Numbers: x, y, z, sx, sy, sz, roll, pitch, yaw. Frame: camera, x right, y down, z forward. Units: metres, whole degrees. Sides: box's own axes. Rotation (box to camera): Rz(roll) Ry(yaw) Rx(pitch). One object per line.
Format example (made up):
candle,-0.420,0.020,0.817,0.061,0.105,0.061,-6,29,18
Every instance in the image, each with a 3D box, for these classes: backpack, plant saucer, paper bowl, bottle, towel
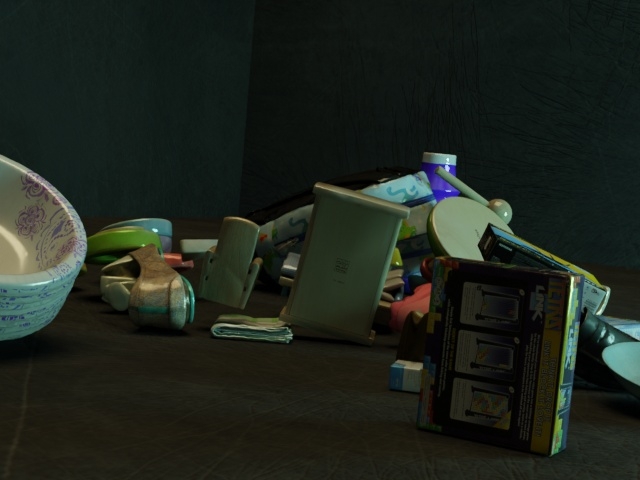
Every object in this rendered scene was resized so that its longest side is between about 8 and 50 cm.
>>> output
backpack,0.061,-0.018,2.142,0.355,0.273,0.290,-34,-14,34
plant saucer,0.417,0.168,1.325,0.195,0.037,0.195,9,14,-2
paper bowl,-0.436,0.014,1.374,0.284,0.148,0.284,25,27,-14
bottle,0.223,-0.032,2.287,0.118,0.283,0.092,7,4,8
towel,-0.096,0.120,1.631,0.113,0.023,0.152,5,4,-2

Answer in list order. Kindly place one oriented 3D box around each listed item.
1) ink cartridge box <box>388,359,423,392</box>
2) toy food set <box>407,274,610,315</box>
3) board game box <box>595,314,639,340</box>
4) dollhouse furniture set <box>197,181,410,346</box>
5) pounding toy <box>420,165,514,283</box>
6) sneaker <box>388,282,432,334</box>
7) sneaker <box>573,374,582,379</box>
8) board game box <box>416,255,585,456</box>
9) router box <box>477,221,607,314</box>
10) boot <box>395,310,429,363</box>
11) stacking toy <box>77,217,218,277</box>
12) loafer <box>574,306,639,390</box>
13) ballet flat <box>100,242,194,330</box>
ink cartridge box,0.124,0.158,1.317,0.083,0.028,0.048,6,4,14
toy food set,0.341,0.087,2.093,0.306,0.092,0.219,2,5,-33
board game box,0.350,0.138,1.641,0.194,0.060,0.194,8,4,33
dollhouse furniture set,0.000,0.000,1.731,0.286,0.198,0.303,16,10,3
pounding toy,0.244,0.009,2.000,0.183,0.110,0.237,25,42,-15
sneaker,0.195,0.093,1.711,0.136,0.116,0.314,5,4,23
sneaker,0.360,0.157,1.501,0.134,0.051,0.070,-2,-10,3
board game box,0.172,0.107,1.105,0.141,0.170,0.048,8,4,29
router box,0.324,0.041,1.702,0.179,0.046,0.133,26,11,-3
boot,0.189,0.134,1.405,0.165,0.077,0.213,12,-11,-10
stacking toy,-0.338,-0.017,1.943,0.279,0.130,0.309,-19,-14,42
loafer,0.325,0.123,1.427,0.223,0.078,0.076,20,47,9
ballet flat,-0.265,0.064,1.679,0.106,0.108,0.316,-4,5,-17
